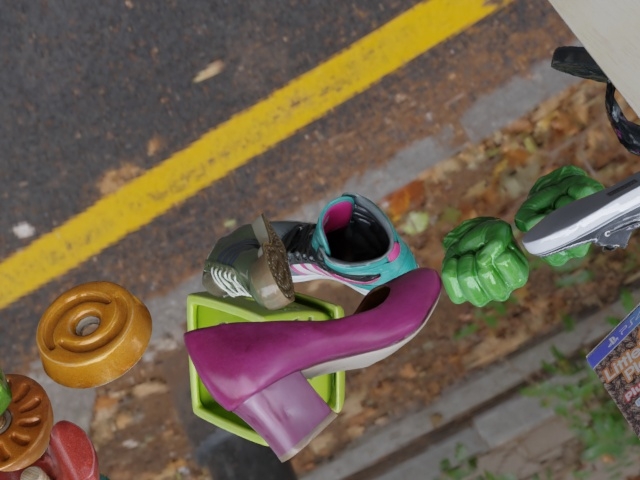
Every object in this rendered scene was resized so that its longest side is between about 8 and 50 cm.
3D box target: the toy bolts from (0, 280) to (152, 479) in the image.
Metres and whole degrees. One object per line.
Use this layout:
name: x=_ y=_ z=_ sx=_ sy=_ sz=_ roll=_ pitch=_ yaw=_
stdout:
toy bolts: x=-0.212 y=0.175 z=0.956 sx=0.218 sy=0.228 sz=0.158 roll=-28 pitch=138 yaw=-7

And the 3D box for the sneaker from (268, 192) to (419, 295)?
sneaker: x=0.000 y=0.000 z=1.671 sx=0.295 sy=0.124 sz=0.178 roll=11 pitch=154 yaw=17

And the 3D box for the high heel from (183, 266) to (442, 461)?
high heel: x=0.007 y=0.086 z=1.330 sx=0.127 sy=0.181 sz=0.377 roll=-41 pitch=180 yaw=42

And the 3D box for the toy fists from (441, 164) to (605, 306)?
toy fists: x=0.300 y=-0.004 z=1.650 sx=0.279 sy=0.142 sz=0.096 roll=-30 pitch=125 yaw=15

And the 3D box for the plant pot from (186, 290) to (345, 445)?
plant pot: x=-0.082 y=0.199 z=1.914 sx=0.207 sy=0.227 sz=0.228 roll=-10 pitch=105 yaw=-40

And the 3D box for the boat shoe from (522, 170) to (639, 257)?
boat shoe: x=0.367 y=-0.025 z=1.383 sx=0.228 sy=0.080 sz=0.076 roll=-28 pitch=105 yaw=4

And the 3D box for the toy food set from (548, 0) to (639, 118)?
toy food set: x=0.335 y=-0.192 z=0.932 sx=0.220 sy=0.306 sz=0.092 roll=-36 pitch=157 yaw=11

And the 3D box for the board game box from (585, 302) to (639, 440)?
board game box: x=0.476 y=0.218 z=1.268 sx=0.232 sy=0.291 sz=0.141 roll=34 pitch=107 yaw=-24

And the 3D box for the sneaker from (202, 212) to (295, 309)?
sneaker: x=-0.079 y=0.036 z=1.140 sx=0.086 sy=0.192 sz=0.064 roll=-29 pitch=110 yaw=5

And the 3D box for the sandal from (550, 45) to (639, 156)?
sandal: x=0.482 y=-0.129 z=1.363 sx=0.446 sy=0.167 sz=0.107 roll=19 pitch=93 yaw=-14
